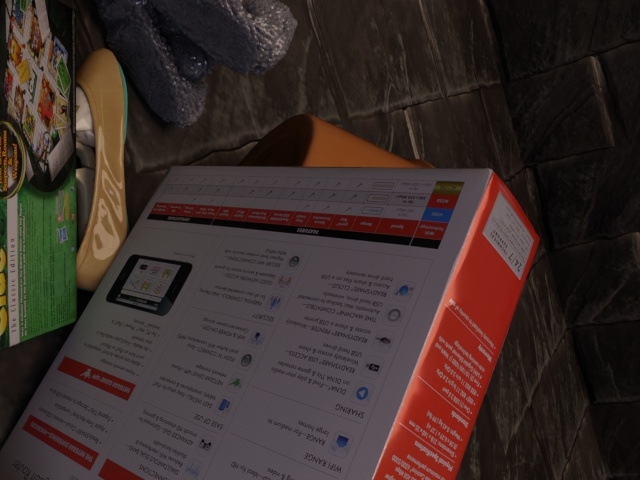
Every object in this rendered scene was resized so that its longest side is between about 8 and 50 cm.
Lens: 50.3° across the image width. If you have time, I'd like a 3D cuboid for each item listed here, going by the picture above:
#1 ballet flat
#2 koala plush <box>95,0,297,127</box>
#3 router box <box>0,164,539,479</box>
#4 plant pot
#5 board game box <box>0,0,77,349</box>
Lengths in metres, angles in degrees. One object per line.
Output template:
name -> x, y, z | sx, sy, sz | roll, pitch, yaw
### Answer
ballet flat -> -0.213, -0.070, 0.613 | 0.073, 0.080, 0.232 | 3, 76, -46
koala plush -> -0.116, -0.278, 0.739 | 0.203, 0.196, 0.221 | 52, 43, -18
router box -> -0.058, 0.090, 0.487 | 0.082, 0.335, 0.301 | 44, 64, -41
plant pot -> 0.000, 0.000, 0.758 | 0.203, 0.291, 0.291 | 35, 49, -25
board game box -> -0.222, -0.056, 0.501 | 0.136, 0.030, 0.260 | -30, 121, -84
